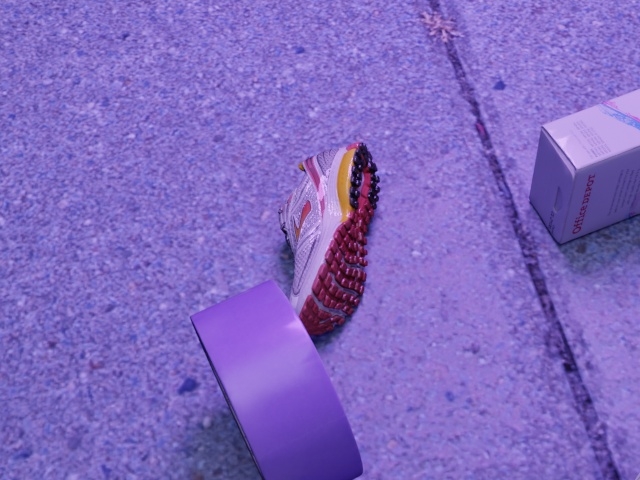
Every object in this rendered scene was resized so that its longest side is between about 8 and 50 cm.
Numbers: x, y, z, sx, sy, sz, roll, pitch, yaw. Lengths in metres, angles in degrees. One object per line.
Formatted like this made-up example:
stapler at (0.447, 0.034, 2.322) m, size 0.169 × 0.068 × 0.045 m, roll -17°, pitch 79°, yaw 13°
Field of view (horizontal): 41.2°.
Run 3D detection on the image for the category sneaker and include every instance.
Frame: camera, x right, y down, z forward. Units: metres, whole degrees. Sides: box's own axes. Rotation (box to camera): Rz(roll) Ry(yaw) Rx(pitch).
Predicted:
sneaker at (0.000, 0.000, 0.907) m, size 0.092 × 0.088 × 0.225 m, roll -5°, pitch 53°, yaw 27°

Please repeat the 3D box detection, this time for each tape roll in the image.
tape roll at (-0.040, 0.135, 0.743) m, size 0.080 × 0.189 × 0.189 m, roll -23°, pitch 57°, yaw -11°

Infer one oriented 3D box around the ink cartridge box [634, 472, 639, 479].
ink cartridge box at (0.333, 0.209, 0.637) m, size 0.172 × 0.100 × 0.237 m, roll 37°, pitch 27°, yaw 26°

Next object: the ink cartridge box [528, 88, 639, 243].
ink cartridge box at (0.316, -0.085, 0.892) m, size 0.175 × 0.127 × 0.072 m, roll -20°, pitch 55°, yaw -8°
